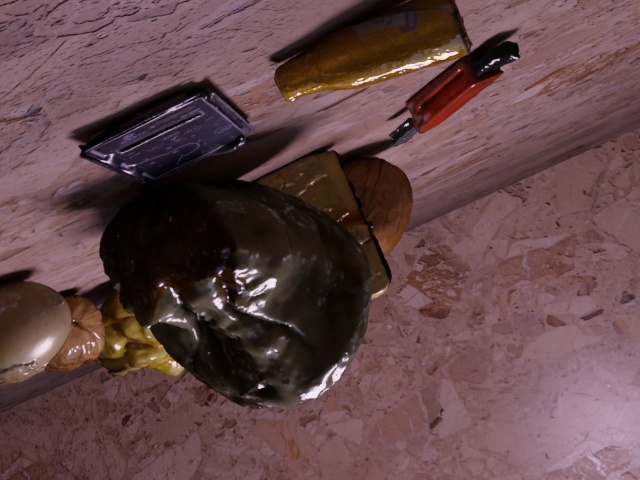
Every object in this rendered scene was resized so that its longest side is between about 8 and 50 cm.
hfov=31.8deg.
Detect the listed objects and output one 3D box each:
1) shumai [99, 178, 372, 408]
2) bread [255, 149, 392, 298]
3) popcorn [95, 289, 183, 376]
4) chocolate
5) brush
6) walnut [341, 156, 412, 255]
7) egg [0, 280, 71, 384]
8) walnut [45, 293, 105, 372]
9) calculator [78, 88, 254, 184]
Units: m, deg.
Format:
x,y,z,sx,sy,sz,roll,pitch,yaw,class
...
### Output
x,y,z,sx,sy,sz,roll,pitch,yaw,class
-0.147,0.055,1.625,0.324,0.397,0.323,-61,151,0,shumai
0.000,0.000,1.906,0.236,0.263,0.198,-26,175,25,bread
-0.368,0.182,2.359,0.252,0.215,0.286,-2,168,-23,popcorn
0.053,-0.203,1.226,0.219,0.086,0.085,-20,174,15,chocolate
0.188,-0.219,1.695,0.070,0.051,0.323,-26,173,-35,brush
0.078,-0.056,2.010,0.167,0.207,0.167,17,160,6,walnut
-0.504,0.149,1.832,0.201,0.164,0.164,-27,174,-3,egg
-0.501,0.185,2.197,0.155,0.155,0.184,-19,174,-31,walnut
-0.175,-0.121,1.337,0.165,0.028,0.274,-23,173,6,calculator
